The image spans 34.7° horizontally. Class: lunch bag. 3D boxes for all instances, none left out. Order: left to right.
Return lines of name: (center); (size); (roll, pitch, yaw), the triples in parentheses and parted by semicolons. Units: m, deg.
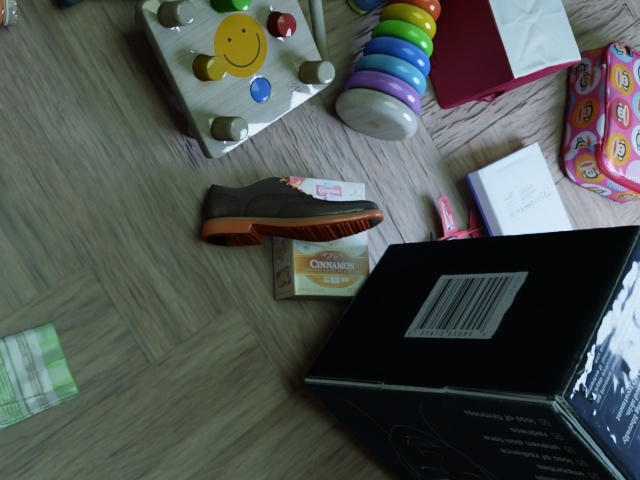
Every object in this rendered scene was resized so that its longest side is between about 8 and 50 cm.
lunch bag: (0.609, -0.223, 2.031); (0.258, 0.120, 0.293); (18, 72, -33)

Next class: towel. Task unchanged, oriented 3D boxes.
towel: (-0.402, 0.182, 1.343); (0.152, 0.023, 0.113); (-21, 93, -34)

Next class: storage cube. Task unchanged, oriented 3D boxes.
storage cube: (0.308, -0.362, 1.812); (0.184, 0.193, 0.215); (-19, 92, -34)

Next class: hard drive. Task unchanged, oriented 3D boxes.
hard drive: (0.392, -0.004, 1.866); (0.210, 0.040, 0.318); (-26, 95, -45)

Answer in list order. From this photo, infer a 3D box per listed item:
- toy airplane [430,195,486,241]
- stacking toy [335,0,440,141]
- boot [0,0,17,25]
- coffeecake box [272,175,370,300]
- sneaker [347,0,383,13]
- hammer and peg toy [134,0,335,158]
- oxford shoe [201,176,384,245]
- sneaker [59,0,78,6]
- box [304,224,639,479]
toy airplane: (0.246, -0.012, 1.799); (0.151, 0.028, 0.151); (6, 78, -33)
stacking toy: (0.140, -0.339, 1.705); (0.141, 0.141, 0.330); (27, 75, -26)
boot: (-0.470, -0.370, 1.393); (0.085, 0.059, 0.157); (-9, 86, -29)
coffeecake box: (0.000, 0.000, 1.614); (0.142, 0.068, 0.185); (3, 78, -32)
sneaker: (0.119, -0.485, 1.783); (0.069, 0.082, 0.209); (37, 61, -19)
hammer and peg toy: (-0.081, -0.311, 1.548); (0.361, 0.127, 0.266); (-36, 116, -29)
oxford shoe: (-0.043, -0.052, 1.511); (0.271, 0.097, 0.098); (-2, 73, 6)
sneaker: (-0.261, -0.405, 1.506); (0.283, 0.110, 0.122); (-42, 110, -30)
box: (0.324, 0.247, 1.486); (0.471, 0.480, 0.297); (50, 59, -26)
